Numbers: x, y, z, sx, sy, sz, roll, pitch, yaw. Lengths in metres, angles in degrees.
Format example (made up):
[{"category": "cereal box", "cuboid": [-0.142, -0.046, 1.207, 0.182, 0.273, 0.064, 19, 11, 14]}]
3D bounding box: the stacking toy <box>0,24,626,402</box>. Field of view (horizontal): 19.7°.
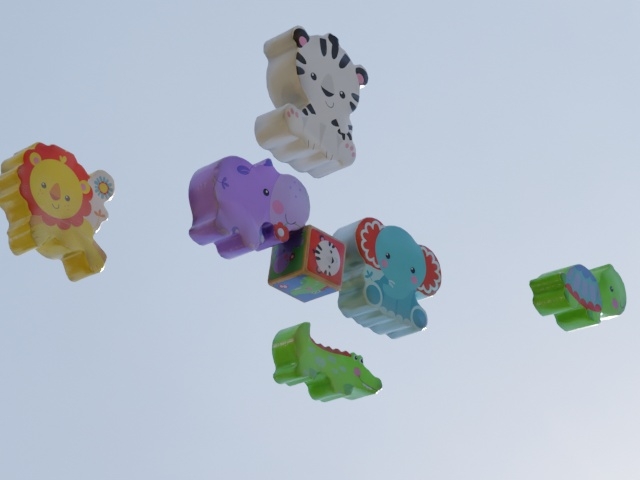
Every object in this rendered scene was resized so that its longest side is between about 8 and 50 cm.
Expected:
[{"category": "stacking toy", "cuboid": [0.000, 0.000, 0.767, 0.167, 0.221, 0.052, -20, -127, 41]}]
